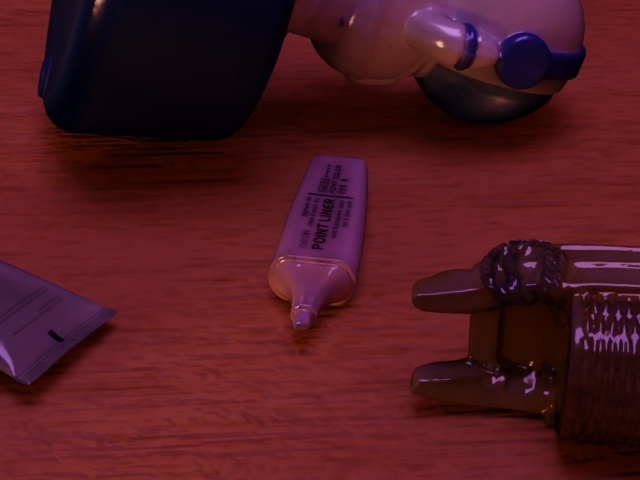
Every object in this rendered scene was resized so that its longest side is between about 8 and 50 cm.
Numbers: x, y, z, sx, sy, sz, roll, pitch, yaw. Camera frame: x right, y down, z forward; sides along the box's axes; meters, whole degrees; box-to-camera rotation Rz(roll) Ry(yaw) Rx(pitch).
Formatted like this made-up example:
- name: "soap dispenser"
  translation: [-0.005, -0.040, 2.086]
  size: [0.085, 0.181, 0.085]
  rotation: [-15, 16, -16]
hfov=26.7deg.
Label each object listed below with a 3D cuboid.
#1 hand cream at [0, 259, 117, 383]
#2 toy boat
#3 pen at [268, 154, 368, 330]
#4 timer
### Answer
- name: "hand cream"
  translation: [-0.216, 0.025, 0.763]
  size: [0.186, 0.054, 0.087]
  rotation: [22, 32, 17]
- name: "toy boat"
  translation: [0.200, 0.063, 0.699]
  size: [0.310, 0.089, 0.115]
  rotation: [8, 24, 7]
- name: "pen"
  translation: [0.000, 0.000, 0.836]
  size: [0.053, 0.032, 0.197]
  rotation: [6, 31, 3]
- name: "timer"
  translation: [0.013, -0.174, 0.958]
  size: [0.383, 0.270, 0.270]
  rotation: [11, 30, -17]
